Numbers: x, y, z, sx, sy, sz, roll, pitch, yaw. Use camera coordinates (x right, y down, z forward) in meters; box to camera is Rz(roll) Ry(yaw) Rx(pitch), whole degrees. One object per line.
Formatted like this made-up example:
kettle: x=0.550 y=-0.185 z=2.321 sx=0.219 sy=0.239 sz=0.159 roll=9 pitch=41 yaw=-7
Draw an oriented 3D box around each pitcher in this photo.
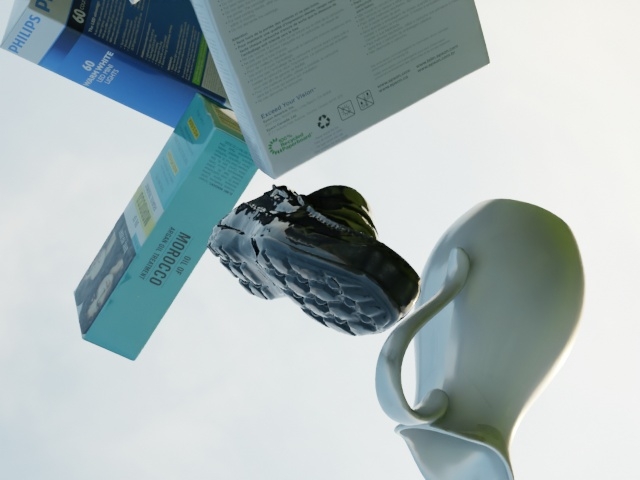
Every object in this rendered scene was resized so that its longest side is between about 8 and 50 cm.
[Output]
pitcher: x=0.112 y=0.063 z=0.970 sx=0.178 sy=0.125 sz=0.207 roll=48 pitch=-125 yaw=-46

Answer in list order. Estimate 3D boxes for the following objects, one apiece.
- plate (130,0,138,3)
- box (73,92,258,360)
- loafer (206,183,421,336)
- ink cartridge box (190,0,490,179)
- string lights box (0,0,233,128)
plate: x=-0.148 y=-0.334 z=0.862 sx=0.277 sy=0.045 sz=0.278 roll=-109 pitch=6 yaw=-52
box: x=-0.148 y=-0.014 z=1.269 sx=0.060 sy=0.244 sz=0.100 roll=27 pitch=-165 yaw=-26
loafer: x=0.000 y=0.000 z=0.772 sx=0.076 sy=0.078 sz=0.223 roll=48 pitch=168 yaw=-20
ink cartridge box: x=0.012 y=-0.194 z=1.043 sx=0.045 sy=0.223 sz=0.224 roll=35 pitch=149 yaw=55
string lights box: x=-0.194 y=-0.216 z=1.411 sx=0.259 sy=0.077 sz=0.133 roll=24 pitch=-130 yaw=-23
